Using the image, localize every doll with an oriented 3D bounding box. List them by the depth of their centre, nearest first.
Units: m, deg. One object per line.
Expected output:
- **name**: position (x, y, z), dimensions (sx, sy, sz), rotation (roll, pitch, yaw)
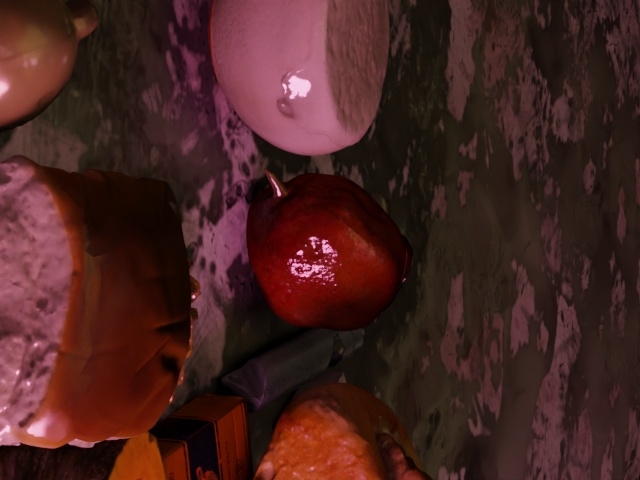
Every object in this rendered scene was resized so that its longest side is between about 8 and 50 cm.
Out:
- **doll**: position (-0.309, -0.143, 1.327), dimensions (0.261, 0.177, 0.162), rotation (-46, 128, -52)

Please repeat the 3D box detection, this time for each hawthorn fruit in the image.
- **hawthorn fruit**: position (0.000, 0.000, 1.997), dimensions (0.251, 0.189, 0.190), rotation (57, 41, -45)

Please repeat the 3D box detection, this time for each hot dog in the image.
- **hot dog**: position (0.006, 0.374, 1.857), dimensions (0.405, 0.223, 0.185), rotation (-64, 166, 1)

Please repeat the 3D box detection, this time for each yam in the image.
- **yam**: position (0.078, -0.022, 2.331), dimensions (0.043, 0.043, 0.094), rotation (-9, 102, -65)

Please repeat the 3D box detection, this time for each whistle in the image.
- **whistle**: position (-0.031, 0.154, 2.084), dimensions (0.312, 0.062, 0.062), rotation (-21, 110, -63)

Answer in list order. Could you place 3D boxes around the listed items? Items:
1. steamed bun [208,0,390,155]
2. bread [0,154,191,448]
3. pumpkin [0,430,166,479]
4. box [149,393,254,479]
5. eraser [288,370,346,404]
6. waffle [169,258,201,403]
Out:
- **steamed bun**: position (-0.033, -0.240, 1.915), dimensions (0.283, 0.177, 0.283), rotation (5, 90, -70)
- **bread**: position (-0.236, 0.054, 1.439), dimensions (0.279, 0.224, 0.250), rotation (-1, 94, -70)
- **pumpkin**: position (-0.252, 0.305, 1.521), dimensions (0.222, 0.139, 0.317), rotation (61, 40, -52)
- **box**: position (-0.154, 0.280, 1.818), dimensions (0.237, 0.070, 0.152), rotation (-34, 122, -62)
- **eraser**: position (0.010, 0.290, 2.176), dimensions (0.124, 0.068, 0.210), rotation (-55, 139, -49)
- **waffle**: position (-0.183, 0.069, 1.767), dimensions (0.192, 0.046, 0.161), rotation (60, 39, -48)
